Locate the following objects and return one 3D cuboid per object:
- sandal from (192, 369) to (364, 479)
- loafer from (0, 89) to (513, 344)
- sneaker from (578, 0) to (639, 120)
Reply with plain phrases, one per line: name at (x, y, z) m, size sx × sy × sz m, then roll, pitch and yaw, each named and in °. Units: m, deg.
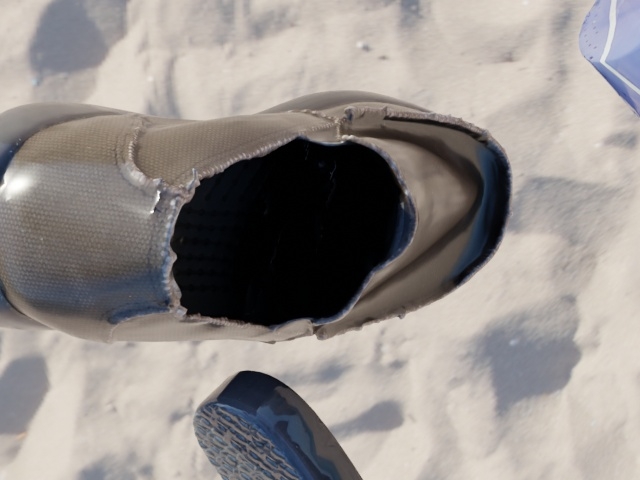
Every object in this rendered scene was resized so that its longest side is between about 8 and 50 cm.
sandal at (0.034, 0.164, 0.612) m, size 0.097 × 0.054 × 0.254 m, roll -8°, pitch 117°, yaw 50°
loafer at (0.000, 0.000, 0.624) m, size 0.130 × 0.366 × 0.134 m, roll 14°, pitch 105°, yaw 38°
sneaker at (0.183, 0.056, 0.378) m, size 0.315 × 0.127 × 0.182 m, roll 38°, pitch 124°, yaw -1°
